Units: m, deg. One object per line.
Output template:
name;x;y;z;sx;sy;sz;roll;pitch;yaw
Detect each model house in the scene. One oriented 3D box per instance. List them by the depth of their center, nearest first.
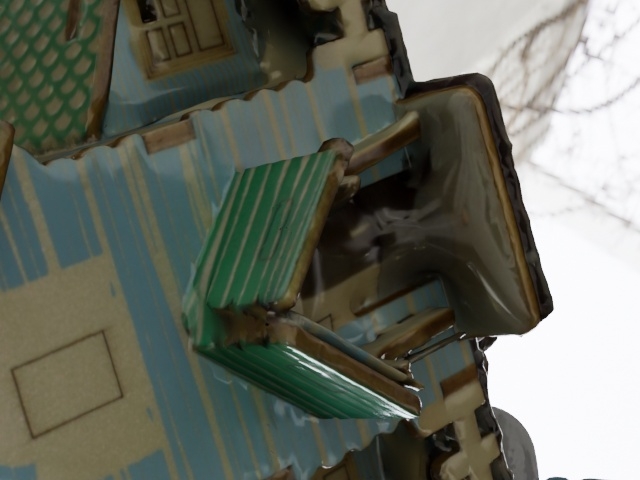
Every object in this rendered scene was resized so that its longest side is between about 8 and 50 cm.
model house;-0.061;0.025;0.487;0.206;0.271;0.178;-22;-167;-42

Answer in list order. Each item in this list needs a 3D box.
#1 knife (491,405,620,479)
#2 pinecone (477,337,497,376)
knife;0.069;0.095;0.666;0.244;0.032;0.058;12;-101;10
pinecone;0.003;0.000;1.012;0.246;0.246;0.292;14;-172;2
